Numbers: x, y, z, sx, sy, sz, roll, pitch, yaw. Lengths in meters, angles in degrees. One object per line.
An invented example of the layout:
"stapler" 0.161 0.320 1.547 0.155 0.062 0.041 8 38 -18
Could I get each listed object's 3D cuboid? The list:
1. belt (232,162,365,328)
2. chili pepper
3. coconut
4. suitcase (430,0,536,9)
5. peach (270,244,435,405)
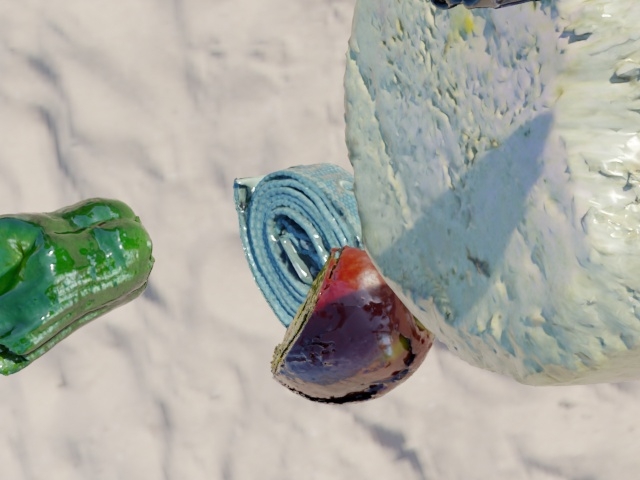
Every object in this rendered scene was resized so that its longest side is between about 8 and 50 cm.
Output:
"belt" 0.004 0.008 1.631 0.147 0.082 0.163 -11 90 41
"chili pepper" -0.222 0.043 1.123 0.099 0.253 0.083 43 151 33
"coconut" 0.197 -0.075 0.911 0.297 0.309 0.298 23 117 57
"suitcase" 0.086 -0.129 0.591 0.126 0.086 0.059 -11 56 15
"peach" 0.020 0.086 1.513 0.172 0.127 0.092 -33 33 30
